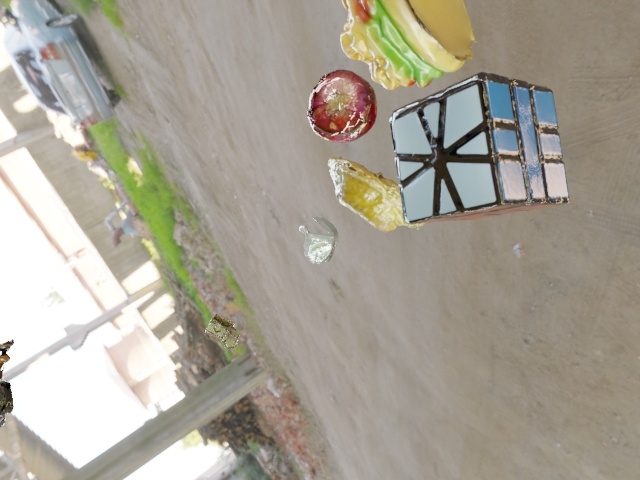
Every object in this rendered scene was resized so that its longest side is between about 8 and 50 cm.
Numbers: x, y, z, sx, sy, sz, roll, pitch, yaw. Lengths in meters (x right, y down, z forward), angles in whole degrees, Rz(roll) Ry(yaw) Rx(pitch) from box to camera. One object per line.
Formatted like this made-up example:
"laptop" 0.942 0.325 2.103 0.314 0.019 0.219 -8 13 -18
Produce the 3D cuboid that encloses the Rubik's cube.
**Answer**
"Rubik's cube" 0.361 -0.196 1.253 0.293 0.283 0.288 -14 84 50

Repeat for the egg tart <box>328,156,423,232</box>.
"egg tart" 0.166 -0.147 1.748 0.351 0.153 0.339 31 -171 -18

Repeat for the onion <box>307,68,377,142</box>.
"onion" 0.048 -0.270 1.133 0.150 0.150 0.140 55 -175 9

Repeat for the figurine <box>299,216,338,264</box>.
"figurine" 0.000 0.000 1.139 0.094 0.082 0.086 52 -175 -30

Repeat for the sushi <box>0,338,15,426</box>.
"sushi" -0.509 0.265 0.720 0.149 0.287 0.140 22 180 25

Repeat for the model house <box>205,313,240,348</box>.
"model house" -0.236 0.226 1.304 0.083 0.058 0.057 28 -157 -3

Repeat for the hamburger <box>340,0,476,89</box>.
"hamburger" 0.119 -0.340 0.828 0.149 0.237 0.237 -24 99 41
